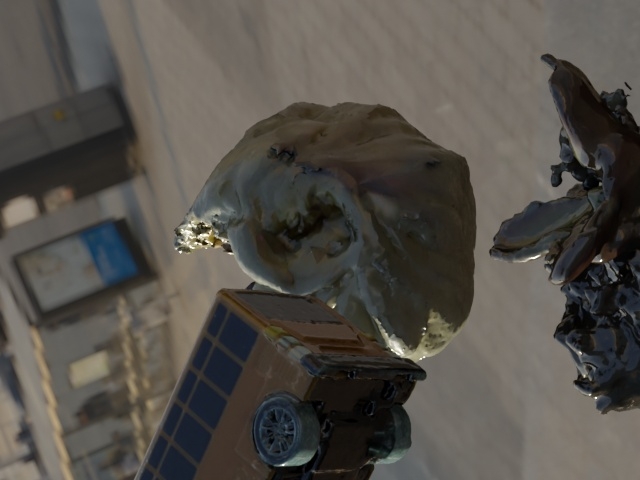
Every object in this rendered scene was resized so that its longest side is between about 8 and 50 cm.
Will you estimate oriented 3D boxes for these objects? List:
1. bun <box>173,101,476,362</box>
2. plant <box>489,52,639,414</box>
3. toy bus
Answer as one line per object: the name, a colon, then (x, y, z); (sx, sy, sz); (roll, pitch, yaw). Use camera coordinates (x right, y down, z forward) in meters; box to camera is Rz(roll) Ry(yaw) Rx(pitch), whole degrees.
bun: (0.015, -0.004, 1.296); (0.281, 0.281, 0.205); (63, 178, 13)
plant: (0.229, 0.012, 0.981); (0.178, 0.234, 0.204); (-91, 15, -48)
toy bus: (-0.040, 0.134, 0.817); (0.114, 0.098, 0.201); (35, 108, 37)
